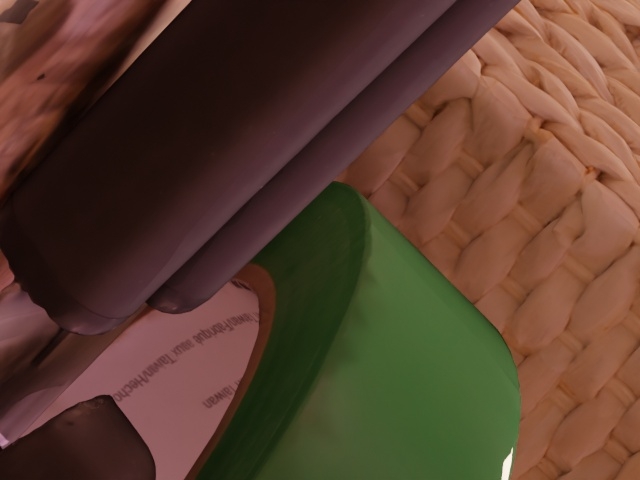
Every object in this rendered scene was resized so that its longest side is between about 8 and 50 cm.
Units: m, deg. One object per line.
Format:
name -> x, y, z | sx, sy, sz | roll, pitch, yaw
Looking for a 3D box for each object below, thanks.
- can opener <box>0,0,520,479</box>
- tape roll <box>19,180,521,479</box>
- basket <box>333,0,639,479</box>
can opener -> -0.037, 0.007, 0.454 | 0.280, 0.093, 0.074 | -48, 165, 26
tape roll -> -0.075, 0.120, 0.596 | 0.321, 0.077, 0.321 | -41, -164, 14
basket -> 0.132, 0.022, 0.839 | 0.266, 0.328, 0.331 | -42, 175, -45
